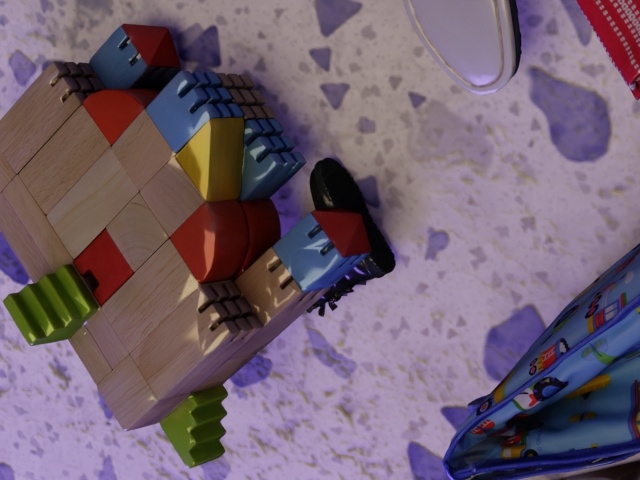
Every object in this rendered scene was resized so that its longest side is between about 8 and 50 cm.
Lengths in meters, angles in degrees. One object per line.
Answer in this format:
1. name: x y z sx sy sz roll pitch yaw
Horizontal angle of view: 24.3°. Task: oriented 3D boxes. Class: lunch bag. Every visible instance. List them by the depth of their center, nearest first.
1. lunch bag: 0.221 0.077 1.086 0.293 0.221 0.138 -30 95 34

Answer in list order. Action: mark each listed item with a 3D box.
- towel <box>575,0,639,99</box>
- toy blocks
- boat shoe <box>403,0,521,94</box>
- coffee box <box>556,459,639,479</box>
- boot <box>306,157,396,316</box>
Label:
1. towel: 0.263 -0.252 0.989 0.275 0.031 0.199 -43 56 34
2. toy blocks: -0.132 -0.035 1.258 0.261 0.190 0.381 -43 73 26
3. boat shoe: 0.094 -0.235 1.109 0.095 0.079 0.254 -24 94 41
4. coffee box: 0.219 0.260 1.215 0.246 0.141 0.098 -21 99 32
5. boot: 0.000 -0.001 1.283 0.099 0.045 0.121 -26 97 37
